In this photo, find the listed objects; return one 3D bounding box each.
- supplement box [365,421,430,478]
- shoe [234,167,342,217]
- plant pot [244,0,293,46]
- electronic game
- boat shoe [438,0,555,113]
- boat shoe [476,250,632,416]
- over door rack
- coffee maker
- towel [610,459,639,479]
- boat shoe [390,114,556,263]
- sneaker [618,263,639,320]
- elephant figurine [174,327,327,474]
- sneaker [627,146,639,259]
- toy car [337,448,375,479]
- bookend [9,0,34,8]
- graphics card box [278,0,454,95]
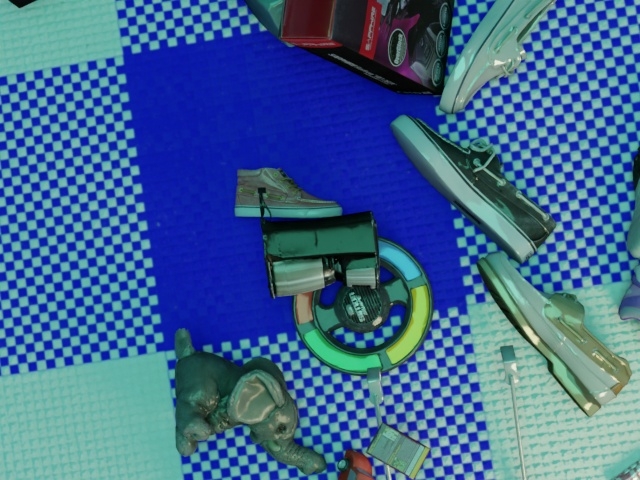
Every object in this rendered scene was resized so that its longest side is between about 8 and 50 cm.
[{"bbox_3d":[0.118,0.318,1.832,0.083,0.043,0.055,29,85,11],"label":"supplement box"},{"bbox_3d":[-0.052,-0.077,1.965,0.178,0.063,0.081,1,90,9],"label":"shoe"},{"bbox_3d":[-0.063,-0.432,1.890,0.165,0.166,0.234,-29,57,3],"label":"plant pot"},{"bbox_3d":[0.068,0.104,1.952,0.229,0.048,0.229,0,87,5],"label":"electronic game"},{"bbox_3d":[0.287,-0.306,1.936,0.088,0.096,0.267,33,82,11],"label":"boat shoe"},{"bbox_3d":[0.365,0.128,1.898,0.103,0.113,0.302,-38,95,1],"label":"boat shoe"},{"bbox_3d":[0.207,0.344,1.883,0.239,0.108,0.324,-9,92,4],"label":"over door rack"},{"bbox_3d":[0.000,0.000,1.878,0.178,0.120,0.171,-7,108,-1],"label":"coffee maker"},{"bbox_3d":[0.571,0.384,1.900,0.197,0.029,0.144,-35,84,3],"label":"towel"},{"bbox_3d":[0.245,-0.103,1.917,0.306,0.113,0.105,44,85,3],"label":"boat shoe"},{"bbox_3d":[0.561,0.144,1.888,0.236,0.095,0.104,39,98,11],"label":"sneaker"},{"bbox_3d":[-0.110,0.259,1.925,0.239,0.186,0.169,-1,44,-5],"label":"elephant figurine"},{"bbox_3d":[0.540,-0.079,1.910,0.086,0.085,0.237,13,84,-20],"label":"sneaker"},{"bbox_3d":[0.048,0.476,1.890,0.053,0.239,0.225,-8,114,44],"label":"toy car"},{"bbox_3d":[-0.463,-0.460,1.978,0.156,0.157,0.072,-25,85,4],"label":"bookend"},{"bbox_3d":[0.083,-0.366,1.818,0.094,0.371,0.233,5,86,30],"label":"graphics card box"}]
